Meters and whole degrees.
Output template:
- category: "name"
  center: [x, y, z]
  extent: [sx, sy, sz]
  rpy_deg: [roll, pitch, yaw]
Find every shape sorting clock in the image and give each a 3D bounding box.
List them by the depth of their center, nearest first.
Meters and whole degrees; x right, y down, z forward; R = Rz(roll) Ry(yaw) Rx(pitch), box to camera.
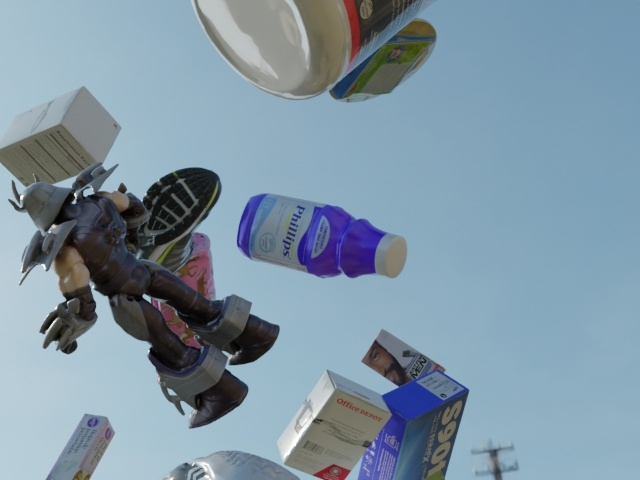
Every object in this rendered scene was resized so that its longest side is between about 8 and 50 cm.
- category: "shape sorting clock"
  center: [0.103, -0.304, 1.412]
  extent: [0.206, 0.040, 0.206]
  rpy_deg: [-27, -17, -9]

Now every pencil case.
- category: "pencil case"
  center: [-0.317, 0.165, 1.924]
  extent: [0.160, 0.167, 0.386]
  rpy_deg: [-2, -65, -1]

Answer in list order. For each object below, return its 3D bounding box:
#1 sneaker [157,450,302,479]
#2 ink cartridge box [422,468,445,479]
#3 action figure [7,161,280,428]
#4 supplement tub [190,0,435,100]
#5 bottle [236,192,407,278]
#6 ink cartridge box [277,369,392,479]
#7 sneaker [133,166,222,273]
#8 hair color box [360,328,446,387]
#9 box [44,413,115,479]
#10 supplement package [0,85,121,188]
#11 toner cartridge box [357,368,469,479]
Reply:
- category: "sneaker"
  center: [-0.131, 0.328, 0.632]
  extent: [0.137, 0.210, 0.366]
  rpy_deg: [34, -59, -13]
- category: "ink cartridge box"
  center: [0.107, 0.457, 1.296]
  extent: [0.235, 0.056, 0.171]
  rpy_deg: [-28, -34, -1]
- category: "action figure"
  center: [-0.173, 0.046, 0.763]
  extent: [0.099, 0.185, 0.285]
  rpy_deg: [-24, -60, 39]
- category: "supplement tub"
  center: [0.021, -0.282, 0.820]
  extent: [0.191, 0.272, 0.191]
  rpy_deg: [33, -30, 23]
- category: "bottle"
  center: [0.000, 0.000, 1.324]
  extent: [0.283, 0.118, 0.092]
  rpy_deg: [13, -4, 33]
- category: "ink cartridge box"
  center: [0.021, 0.289, 1.286]
  extent: [0.109, 0.063, 0.150]
  rpy_deg: [28, -76, -23]
- category: "sneaker"
  center: [-0.266, -0.016, 1.471]
  extent: [0.300, 0.111, 0.121]
  rpy_deg: [-46, -17, 24]
- category: "hair color box"
  center: [0.187, 0.282, 1.875]
  extent: [0.167, 0.093, 0.053]
  rpy_deg: [31, -4, 21]
- category: "box"
  center: [-0.551, 0.524, 1.808]
  extent: [0.063, 0.324, 0.067]
  rpy_deg: [5, -49, 17]
- category: "supplement package"
  center: [-0.454, -0.172, 1.438]
  extent: [0.179, 0.105, 0.105]
  rpy_deg: [-15, -49, 29]
- category: "toner cartridge box"
  center: [0.141, 0.403, 1.422]
  extent: [0.165, 0.075, 0.347]
  rpy_deg: [-14, -56, -42]
